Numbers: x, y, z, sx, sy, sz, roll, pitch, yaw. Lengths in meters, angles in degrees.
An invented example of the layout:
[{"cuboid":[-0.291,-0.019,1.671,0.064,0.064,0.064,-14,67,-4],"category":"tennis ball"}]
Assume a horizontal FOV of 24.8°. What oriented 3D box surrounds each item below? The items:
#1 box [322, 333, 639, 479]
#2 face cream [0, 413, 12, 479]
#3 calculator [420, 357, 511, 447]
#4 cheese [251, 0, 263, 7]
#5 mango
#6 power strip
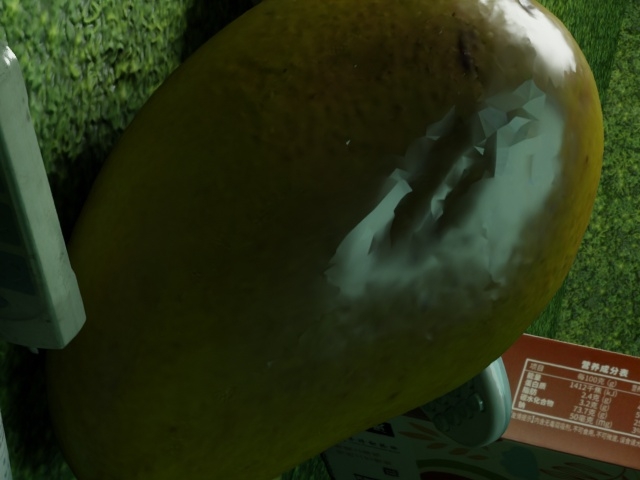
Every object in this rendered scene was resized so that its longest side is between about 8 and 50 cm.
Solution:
[{"cuboid":[0.203,0.225,1.505,0.344,0.385,0.122,71,35,-55],"category":"box"},{"cuboid":[-0.201,0.136,0.810,0.092,0.058,0.244,-67,164,-45],"category":"face cream"},{"cuboid":[0.080,0.051,1.305,0.042,0.295,0.184,-26,171,-23],"category":"calculator"},{"cuboid":[0.051,-0.304,1.193,0.351,0.129,0.328,-2,104,-73],"category":"cheese"},{"cuboid":[0.000,0.000,0.968,0.445,0.220,0.301,-46,115,-12],"category":"mango"},{"cuboid":[-0.176,-0.018,0.754,0.029,0.080,0.227,-58,152,-42],"category":"power strip"}]
